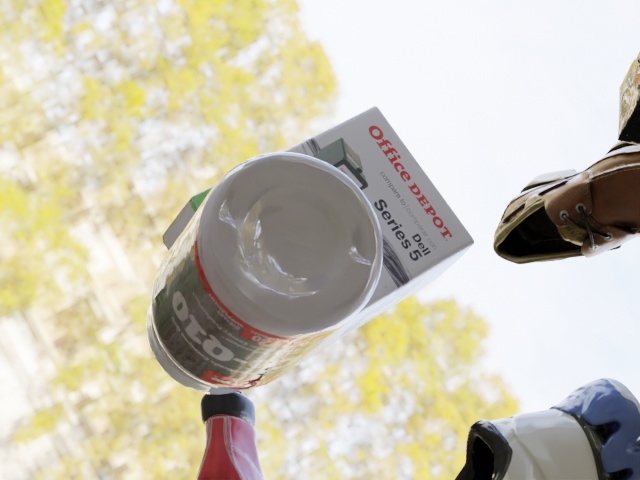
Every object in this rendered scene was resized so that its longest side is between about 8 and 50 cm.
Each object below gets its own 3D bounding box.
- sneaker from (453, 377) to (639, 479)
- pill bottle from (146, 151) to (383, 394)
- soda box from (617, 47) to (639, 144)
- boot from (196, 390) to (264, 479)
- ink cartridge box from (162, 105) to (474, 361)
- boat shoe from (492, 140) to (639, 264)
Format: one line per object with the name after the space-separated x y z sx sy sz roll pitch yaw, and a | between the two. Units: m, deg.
0.156 0.268 1.141 0.127 0.182 0.315 153 -68 -72 | sneaker
-0.063 0.044 1.367 0.161 0.161 0.283 59 -25 8 | pill bottle
0.255 -0.131 1.023 0.169 0.060 0.053 109 -8 -54 | soda box
-0.087 0.280 1.797 0.244 0.088 0.176 70 14 -54 | boot
0.000 0.000 1.653 0.198 0.273 0.115 55 -33 8 | ink cartridge box
0.303 -0.028 1.653 0.111 0.104 0.307 50 -27 -7 | boat shoe
